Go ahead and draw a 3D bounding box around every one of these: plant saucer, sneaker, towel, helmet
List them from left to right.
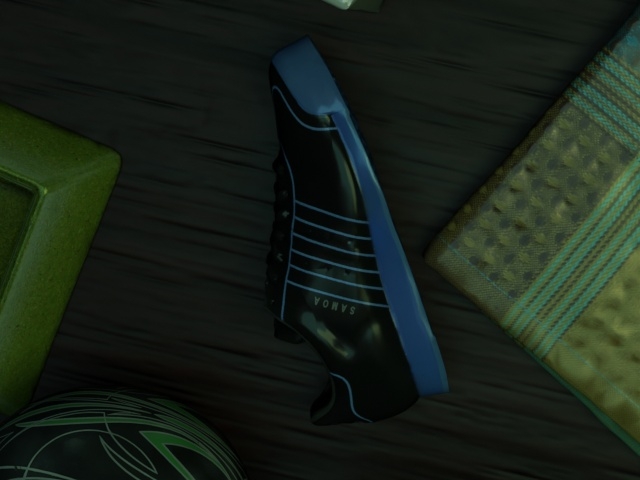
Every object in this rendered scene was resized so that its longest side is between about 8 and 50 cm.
[{"bbox_3d":[-0.245,-0.002,0.966,0.188,0.045,0.188,23,101,4],"label":"plant saucer"},{"bbox_3d":[-0.123,0.165,0.918,0.169,0.169,0.161,-11,113,9],"label":"helmet"},{"bbox_3d":[0.000,0.000,0.917,0.090,0.081,0.232,-20,97,2],"label":"sneaker"},{"bbox_3d":[0.281,0.032,0.910,0.370,0.040,0.271,41,101,1],"label":"towel"}]

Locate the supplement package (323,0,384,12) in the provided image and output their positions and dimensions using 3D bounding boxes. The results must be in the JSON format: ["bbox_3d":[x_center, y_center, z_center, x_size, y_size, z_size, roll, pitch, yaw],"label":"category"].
[{"bbox_3d":[-0.068,-0.262,0.838,0.293,0.177,0.175,27,100,3],"label":"supplement package"}]
